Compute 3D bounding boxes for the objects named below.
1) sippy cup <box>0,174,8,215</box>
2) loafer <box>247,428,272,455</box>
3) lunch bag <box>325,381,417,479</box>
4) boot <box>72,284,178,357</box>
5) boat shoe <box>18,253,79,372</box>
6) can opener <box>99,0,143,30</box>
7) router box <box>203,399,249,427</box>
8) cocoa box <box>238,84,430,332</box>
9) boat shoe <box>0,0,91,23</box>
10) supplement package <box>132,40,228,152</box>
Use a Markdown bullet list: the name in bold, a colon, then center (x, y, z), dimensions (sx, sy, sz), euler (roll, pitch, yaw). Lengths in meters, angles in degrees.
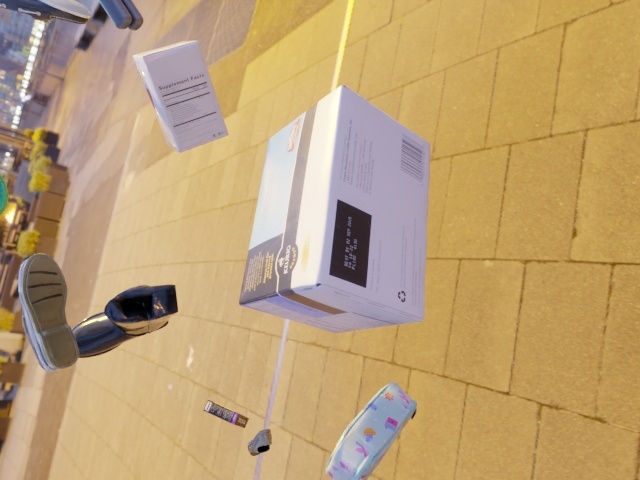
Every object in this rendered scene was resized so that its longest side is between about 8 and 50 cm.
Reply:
- **sippy cup**: center (-0.946, -0.088, 1.158), dimensions (0.224, 0.240, 0.306), euler (-28, 22, 28)
- **loafer**: center (-0.190, 0.642, 1.467), dimensions (0.148, 0.056, 0.050), euler (-65, 35, 40)
- **lunch bag**: center (0.138, 0.521, 1.246), dimensions (0.107, 0.279, 0.224), euler (36, 140, 24)
- **boot**: center (-0.658, 0.269, 1.537), dimensions (0.146, 0.366, 0.445), euler (66, 155, 2)
- **boat shoe**: center (-0.708, 0.188, 1.193), dimensions (0.103, 0.113, 0.303), euler (-25, 76, 33)
- **can opener**: center (-0.510, -0.592, 1.060), dimensions (0.093, 0.074, 0.280), euler (-36, 93, 32)
- **router box**: center (-0.362, 0.674, 1.821), dimensions (0.133, 0.179, 0.046), euler (19, 68, 14)
- **cocoa box**: center (0.031, -0.035, 0.830), dimensions (0.227, 0.231, 0.348), euler (-21, 55, 49)
- **boat shoe**: center (-0.885, -0.737, 1.470), dimensions (0.114, 0.302, 0.091), euler (-101, 34, -52)
- **supplement package**: center (-0.437, -0.454, 1.477), dimensions (0.177, 0.175, 0.293), euler (34, 144, 54)
